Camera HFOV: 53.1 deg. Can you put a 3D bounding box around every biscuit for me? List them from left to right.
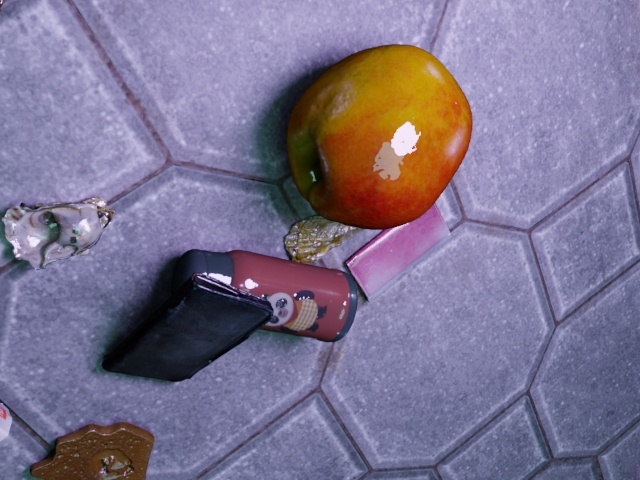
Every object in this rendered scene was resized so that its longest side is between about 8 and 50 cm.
[{"bbox_3d":[-0.430,0.421,1.206,0.215,0.034,0.182,7,107,-28],"label":"biscuit"}]

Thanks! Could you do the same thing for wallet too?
[{"bbox_3d":[-0.225,0.161,1.095,0.172,0.045,0.318,22,135,-33],"label":"wallet"},{"bbox_3d":[0.165,0.018,1.344,0.232,0.025,0.119,-38,124,-8],"label":"wallet"}]

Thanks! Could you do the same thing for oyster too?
[{"bbox_3d":[-0.408,-0.014,1.016,0.166,0.053,0.108,-9,97,-16],"label":"oyster"},{"bbox_3d":[0.000,0.000,1.249,0.146,0.045,0.121,10,121,-30],"label":"oyster"}]

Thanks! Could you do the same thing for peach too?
[{"bbox_3d":[0.108,-0.175,1.084,0.332,0.308,0.308,-35,124,-26],"label":"peach"}]

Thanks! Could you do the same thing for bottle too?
[{"bbox_3d":[-0.105,0.096,1.173,0.336,0.144,0.144,13,105,-29],"label":"bottle"}]

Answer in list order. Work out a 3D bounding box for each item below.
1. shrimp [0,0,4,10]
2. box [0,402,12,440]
[{"bbox_3d":[-0.458,-0.425,0.811,0.169,0.058,0.296,11,101,-25],"label":"shrimp"},{"bbox_3d":[-0.652,0.332,1.023,0.269,0.079,0.135,-36,124,-9],"label":"box"}]
